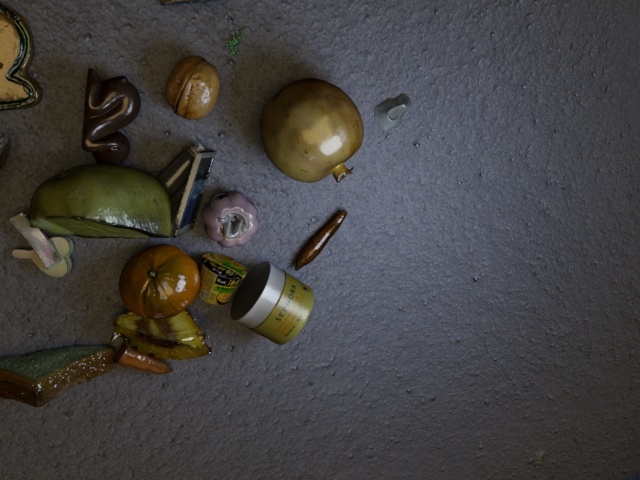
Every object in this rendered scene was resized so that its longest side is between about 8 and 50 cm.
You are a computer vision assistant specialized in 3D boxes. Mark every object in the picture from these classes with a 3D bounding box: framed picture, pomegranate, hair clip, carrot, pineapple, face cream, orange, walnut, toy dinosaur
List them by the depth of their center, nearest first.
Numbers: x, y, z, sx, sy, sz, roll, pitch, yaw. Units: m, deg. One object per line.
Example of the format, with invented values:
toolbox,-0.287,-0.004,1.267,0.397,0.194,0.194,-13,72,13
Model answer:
walnut,-0.360,-0.427,1.439,0.144,0.144,0.180,30,101,-22
hair clip,-0.821,0.018,1.483,0.159,0.071,0.218,-31,106,1
toy dinosaur,-0.242,-0.580,1.487,0.083,0.021,0.062,-18,118,-6
pomegranate,-0.016,-0.310,1.491,0.319,0.319,0.319,-5,108,-14
framed picture,-0.373,-0.143,1.498,0.023,0.189,0.260,19,100,-2
face cream,-0.450,-0.178,1.523,0.283,0.073,0.073,-46,113,2
orange,-0.486,0.123,1.529,0.240,0.171,0.240,-1,74,4
pineapple,-0.513,0.288,1.634,0.334,0.158,0.161,11,142,-14
face cream,-0.155,0.202,1.644,0.179,0.218,0.218,34,95,-23
carrot,-0.572,0.401,1.671,0.205,0.072,0.072,35,95,-37

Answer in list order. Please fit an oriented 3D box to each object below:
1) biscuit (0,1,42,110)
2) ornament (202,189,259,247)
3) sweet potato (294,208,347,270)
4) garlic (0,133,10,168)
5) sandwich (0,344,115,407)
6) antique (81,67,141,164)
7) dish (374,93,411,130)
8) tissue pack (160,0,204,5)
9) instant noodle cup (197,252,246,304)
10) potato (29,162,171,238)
biscuit,-0.881,-0.448,1.328,0.287,0.057,0.344,39,93,-22
ornament,-0.273,-0.064,1.560,0.177,0.177,0.178,-5,108,-14
sweet potato,-0.001,-0.001,1.714,0.057,0.057,0.265,39,90,-22
garlic,-0.914,-0.258,1.321,0.207,0.207,0.257,-9,111,-13
sandwich,-0.830,0.394,1.571,0.254,0.288,0.100,3,103,30
antique,-0.586,-0.331,1.418,0.143,0.121,0.257,7,98,-27
dish,0.245,-0.423,1.661,0.137,0.039,0.091,-35,112,-1
tissue pack,-0.355,-0.769,1.335,0.192,0.134,0.271,-13,110,-12
instant noodle cup,-0.327,0.124,1.620,0.151,0.151,0.122,21,110,-20
potato,-0.609,-0.125,1.359,0.330,0.280,0.213,0,81,16
